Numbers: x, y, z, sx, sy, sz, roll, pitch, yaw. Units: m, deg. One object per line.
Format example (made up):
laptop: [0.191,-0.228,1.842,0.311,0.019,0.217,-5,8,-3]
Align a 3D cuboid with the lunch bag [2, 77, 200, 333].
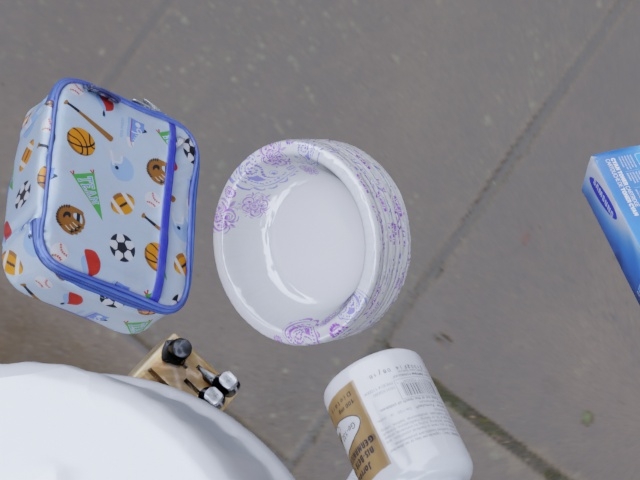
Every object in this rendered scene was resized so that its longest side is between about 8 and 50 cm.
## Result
lunch bag: [-0.258,-0.048,1.659,0.115,0.243,0.303,-33,44,43]

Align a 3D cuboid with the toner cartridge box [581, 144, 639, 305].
toner cartridge box: [0.466,0.027,1.652,0.165,0.075,0.348,-11,52,-11]

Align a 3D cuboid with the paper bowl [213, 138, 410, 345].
paper bowl: [0.000,0.000,1.881,0.284,0.148,0.284,2,94,36]

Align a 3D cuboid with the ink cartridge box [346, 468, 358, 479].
ink cartridge box: [0.079,0.356,1.877,0.045,0.206,0.208,34,80,-12]

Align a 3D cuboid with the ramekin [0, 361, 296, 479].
ramekin: [-0.130,0.187,0.616,0.277,0.135,0.277,-2,73,6]

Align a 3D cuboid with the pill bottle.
pill bottle: [0.103,0.252,1.560,0.131,0.131,0.229,-31,58,9]

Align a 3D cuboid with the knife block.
knife block: [-0.136,0.143,1.321,0.088,0.276,0.242,45,122,-3]
